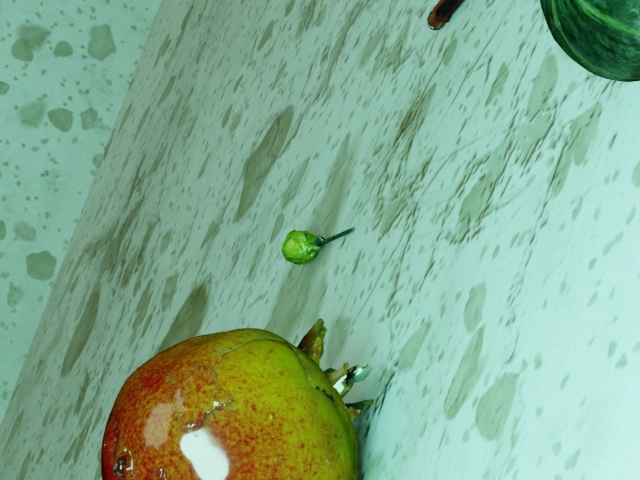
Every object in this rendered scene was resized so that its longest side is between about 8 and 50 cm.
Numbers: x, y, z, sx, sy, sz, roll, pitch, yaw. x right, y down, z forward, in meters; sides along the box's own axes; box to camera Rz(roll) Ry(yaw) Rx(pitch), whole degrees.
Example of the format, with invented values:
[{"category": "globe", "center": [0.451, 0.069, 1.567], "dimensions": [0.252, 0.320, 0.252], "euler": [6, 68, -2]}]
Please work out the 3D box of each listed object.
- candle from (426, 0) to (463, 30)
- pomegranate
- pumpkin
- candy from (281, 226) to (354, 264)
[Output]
[{"category": "candle", "center": [0.144, -0.247, 1.738], "dimensions": [0.026, 0.021, 0.167], "euler": [-52, 3, -38]}, {"category": "pomegranate", "center": [-0.064, 0.165, 1.498], "dimensions": [0.235, 0.210, 0.210], "euler": [-38, 2, -27]}, {"category": "pumpkin", "center": [0.211, -0.187, 1.233], "dimensions": [0.167, 0.125, 0.167], "euler": [-60, 15, 27]}, {"category": "candy", "center": [0.000, 0.000, 1.843], "dimensions": [0.123, 0.035, 0.035], "euler": [-18, 53, 59]}]
